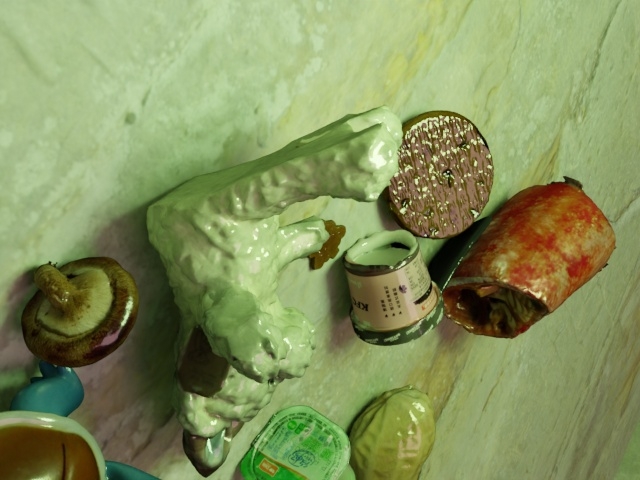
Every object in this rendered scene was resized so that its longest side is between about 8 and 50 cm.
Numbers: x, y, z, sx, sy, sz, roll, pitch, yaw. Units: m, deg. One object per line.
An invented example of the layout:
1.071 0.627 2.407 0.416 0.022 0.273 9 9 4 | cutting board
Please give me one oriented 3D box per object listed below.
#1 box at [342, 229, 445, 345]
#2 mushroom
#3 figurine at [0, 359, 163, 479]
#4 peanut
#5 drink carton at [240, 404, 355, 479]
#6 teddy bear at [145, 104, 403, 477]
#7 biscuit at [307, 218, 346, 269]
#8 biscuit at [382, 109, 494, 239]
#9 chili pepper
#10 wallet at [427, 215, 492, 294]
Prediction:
0.108 0.067 1.147 0.151 0.151 0.135 -36 123 -32 | box
-0.250 0.075 0.771 0.127 0.127 0.087 -52 154 -18 | mushroom
-0.330 0.275 0.725 0.416 0.243 0.298 2 116 -27 | figurine
0.108 0.406 1.306 0.149 0.149 0.313 1 110 -48 | peanut
-0.016 0.357 1.147 0.144 0.146 0.142 -52 146 -18 | drink carton
-0.034 0.076 0.873 0.327 0.375 0.362 -71 141 -70 | teddy bear
0.000 0.000 1.093 0.082 0.016 0.092 -56 138 -7 | biscuit
0.189 -0.105 1.192 0.212 0.036 0.212 -4 101 -21 | biscuit
0.382 0.058 1.363 0.305 0.251 0.229 -44 120 -29 | chili pepper
0.206 0.059 1.282 0.025 0.124 0.244 42 69 -5 | wallet
